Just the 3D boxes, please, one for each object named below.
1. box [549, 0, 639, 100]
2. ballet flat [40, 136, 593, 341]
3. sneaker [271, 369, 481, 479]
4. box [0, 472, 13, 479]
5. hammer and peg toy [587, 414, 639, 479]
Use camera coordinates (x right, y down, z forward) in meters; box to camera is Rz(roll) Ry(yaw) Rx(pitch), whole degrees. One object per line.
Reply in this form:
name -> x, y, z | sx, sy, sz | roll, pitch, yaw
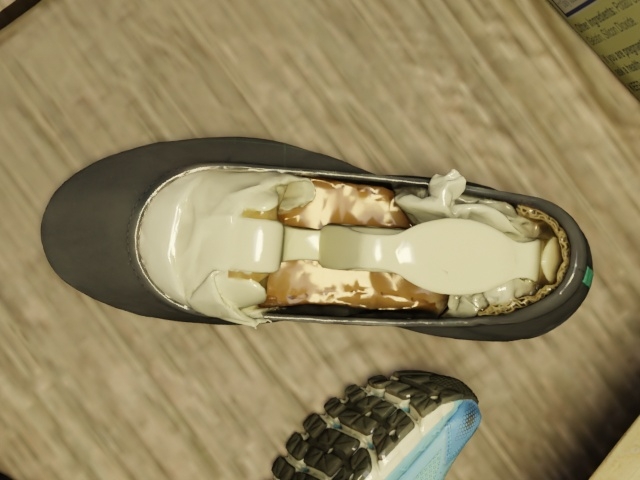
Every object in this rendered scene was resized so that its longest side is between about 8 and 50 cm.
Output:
box -> 0.183, -0.144, 0.487 | 0.213, 0.117, 0.243 | -43, 93, -2
ballet flat -> 0.000, 0.000, 0.500 | 0.203, 0.074, 0.074 | 6, 90, -3
sneaker -> 0.010, 0.120, 0.516 | 0.073, 0.063, 0.162 | 34, 92, -22
box -> -0.192, 0.121, 0.441 | 0.270, 0.165, 0.143 | 30, 89, -3
hammer and peg toy -> 0.124, 0.219, 0.432 | 0.266, 0.127, 0.361 | 39, 91, 17
